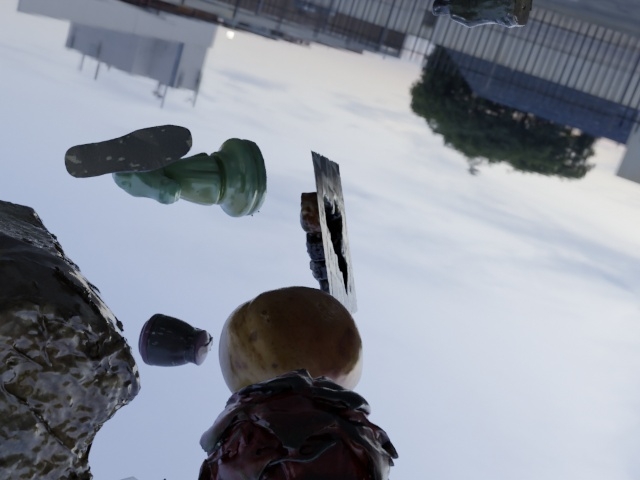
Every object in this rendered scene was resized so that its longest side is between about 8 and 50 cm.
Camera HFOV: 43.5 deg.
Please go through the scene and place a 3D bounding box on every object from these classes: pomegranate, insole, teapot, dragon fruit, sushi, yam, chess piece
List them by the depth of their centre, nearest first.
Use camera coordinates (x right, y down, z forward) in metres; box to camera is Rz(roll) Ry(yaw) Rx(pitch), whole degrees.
[{"bbox_3d":[-0.207,0.051,0.504,0.129,0.128,0.238,-18,-149,-26],"label":"yam"},{"bbox_3d":[-0.019,0.211,0.705,0.188,0.182,0.182,59,-156,5],"label":"dragon fruit"},{"bbox_3d":[-0.045,0.160,1.192,0.216,0.215,0.215,17,-164,-5],"label":"pomegranate"},{"bbox_3d":[-0.358,-0.163,1.492,0.248,0.081,0.011,-9,-178,6],"label":"insole"},{"bbox_3d":[0.000,0.000,1.550,0.069,0.319,0.339,-8,180,10],"label":"sushi"},{"bbox_3d":[-0.272,-0.127,1.645,0.298,0.175,0.176,-4,-155,-31],"label":"chess piece"},{"bbox_3d":[-0.311,0.230,1.763,0.146,0.116,0.148,9,162,13],"label":"teapot"}]

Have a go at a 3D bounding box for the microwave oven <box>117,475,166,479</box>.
[{"bbox_3d":[-0.282,0.492,1.131,0.219,0.286,0.355,-15,169,-8],"label":"microwave oven"}]

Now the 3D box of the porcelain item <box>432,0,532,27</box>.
[{"bbox_3d":[0.320,-0.474,1.639,0.216,0.081,0.069,11,-168,41],"label":"porcelain item"}]
